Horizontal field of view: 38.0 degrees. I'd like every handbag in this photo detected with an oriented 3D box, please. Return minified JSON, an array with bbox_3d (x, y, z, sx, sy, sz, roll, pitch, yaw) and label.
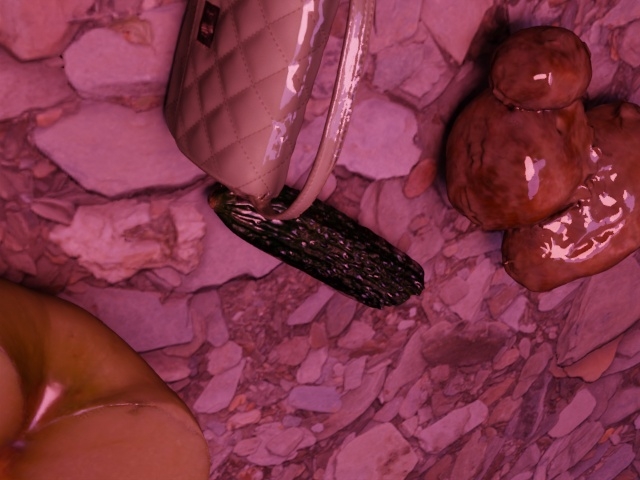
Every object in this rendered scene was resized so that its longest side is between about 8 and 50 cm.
[{"bbox_3d":[-0.037,-0.148,0.721,0.079,0.219,0.256,1,118,-34],"label":"handbag"}]

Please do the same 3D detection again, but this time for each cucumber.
[{"bbox_3d":[0.000,-0.001,0.939,0.265,0.077,0.077,32,101,-40],"label":"cucumber"}]

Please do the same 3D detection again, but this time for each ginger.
[{"bbox_3d":[0.244,-0.081,0.974,0.244,0.155,0.304,-49,132,9],"label":"ginger"}]

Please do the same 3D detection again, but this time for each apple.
[{"bbox_3d":[-0.308,0.209,0.764,0.360,0.320,0.312,-49,170,14],"label":"apple"}]
